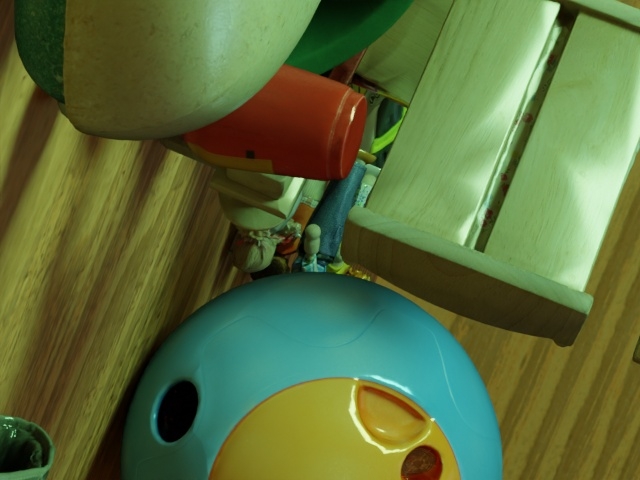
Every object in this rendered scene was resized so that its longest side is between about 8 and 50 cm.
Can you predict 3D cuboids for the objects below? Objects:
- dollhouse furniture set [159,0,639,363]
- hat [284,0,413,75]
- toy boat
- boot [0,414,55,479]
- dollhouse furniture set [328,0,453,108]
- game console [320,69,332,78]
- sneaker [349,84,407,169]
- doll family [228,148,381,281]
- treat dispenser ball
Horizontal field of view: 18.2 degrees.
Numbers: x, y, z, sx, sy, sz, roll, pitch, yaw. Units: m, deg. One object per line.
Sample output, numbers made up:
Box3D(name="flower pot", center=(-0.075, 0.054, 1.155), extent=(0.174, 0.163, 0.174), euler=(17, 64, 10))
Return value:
Box3D(name="dollhouse furniture set", center=(0.096, -0.088, 1.177), extent=(0.174, 0.355, 0.303), euler=(100, 13, -65))
Box3D(name="hat", center=(-0.040, -0.204, 1.064), extent=(0.173, 0.208, 0.183), euler=(76, -11, -49))
Box3D(name="toy boat", center=(-0.059, -0.128, 0.839), extent=(0.318, 0.148, 0.267), euler=(87, 21, -59))
Box3D(name="boot", center=(-0.201, 0.209, 1.029), extent=(0.208, 0.076, 0.190), euler=(-62, -171, 15))
Box3D(name="dollhouse furniture set", center=(0.184, -0.220, 1.296), extent=(0.374, 0.201, 0.152), euler=(-60, 180, 20))
Box3D(name="game console", center=(0.006, -0.193, 1.364), extent=(0.071, 0.107, 0.122), euler=(-27, 149, -34))
Box3D(name="sneaker", center=(0.096, -0.212, 1.855), extent=(0.147, 0.145, 0.385), euler=(54, -51, 54))
Box3D(name="doll family", center=(0.000, 0.000, 1.737), extent=(0.263, 0.118, 0.163), euler=(51, 62, -83))
Box3D(name="treat dispenser ball", center=(-0.006, 0.168, 1.507), extent=(0.288, 0.288, 0.288), euler=(23, 90, -84))
